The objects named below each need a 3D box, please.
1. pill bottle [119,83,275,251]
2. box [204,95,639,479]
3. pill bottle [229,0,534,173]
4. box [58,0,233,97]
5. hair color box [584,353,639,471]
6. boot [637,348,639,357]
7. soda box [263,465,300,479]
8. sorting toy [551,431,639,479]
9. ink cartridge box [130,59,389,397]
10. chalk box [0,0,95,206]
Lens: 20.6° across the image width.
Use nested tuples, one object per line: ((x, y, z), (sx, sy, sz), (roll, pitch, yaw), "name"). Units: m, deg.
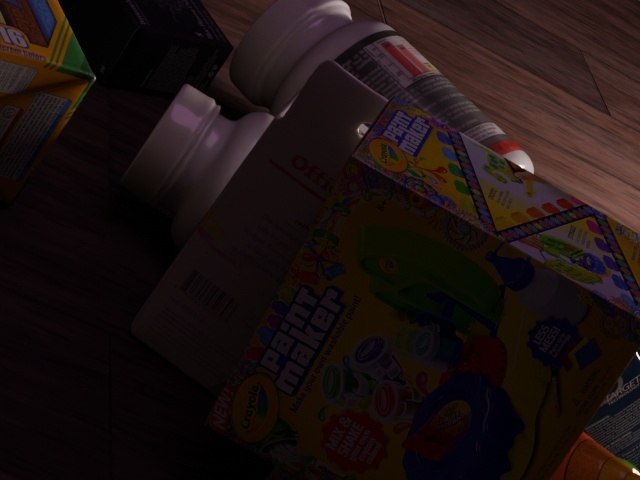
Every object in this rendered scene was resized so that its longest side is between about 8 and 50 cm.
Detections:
((-0.047, -0.025, 1.872), (0.319, 0.176, 0.176), (34, 26, -7), "pill bottle")
((0.100, 0.082, 1.521), (0.279, 0.290, 0.177), (29, 25, 2), "box")
((0.069, -0.138, 2.165), (0.363, 0.210, 0.210), (46, 27, 17), "pill bottle")
((-0.217, -0.261, 2.152), (0.158, 0.093, 0.156), (5, 40, -46), "box")
((0.287, 0.129, 1.934), (0.347, 0.105, 0.174), (54, 5, -48), "hair color box")
((0.547, 0.261, 2.189), (0.445, 0.146, 0.367), (46, 19, 31), "boot")
((0.029, 0.207, 1.672), (0.083, 0.092, 0.263), (41, 26, 9), "soda box")
((0.324, 0.281, 1.769), (0.126, 0.127, 0.365), (6, -22, 41), "sorting toy")
((0.000, 0.000, 1.682), (0.207, 0.353, 0.119), (37, 26, -1), "ink cartridge box")
((-0.377, -0.204, 1.756), (0.179, 0.180, 0.289), (14, 35, -38), "chalk box")
